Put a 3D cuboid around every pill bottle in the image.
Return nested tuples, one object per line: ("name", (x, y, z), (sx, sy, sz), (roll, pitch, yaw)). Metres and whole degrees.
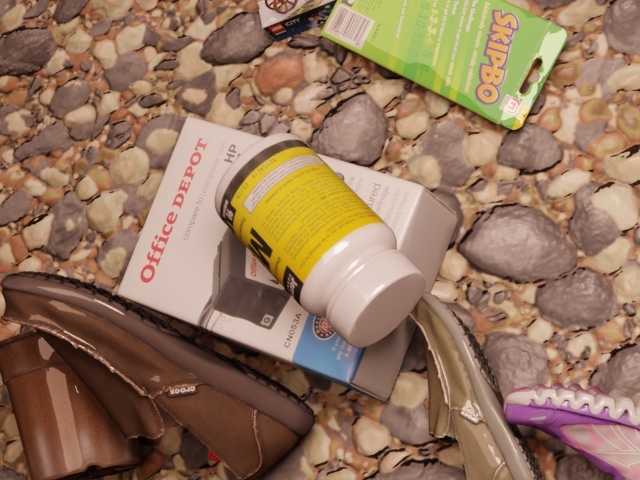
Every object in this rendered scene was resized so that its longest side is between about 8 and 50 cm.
("pill bottle", (0.000, 0.000, 1.318), (0.119, 0.119, 0.208), (-47, 63, 6))

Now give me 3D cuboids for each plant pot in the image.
("plant pot", (-0.281, 0.189, 1.524), (0.167, 0.167, 0.165), (-17, 77, 20))

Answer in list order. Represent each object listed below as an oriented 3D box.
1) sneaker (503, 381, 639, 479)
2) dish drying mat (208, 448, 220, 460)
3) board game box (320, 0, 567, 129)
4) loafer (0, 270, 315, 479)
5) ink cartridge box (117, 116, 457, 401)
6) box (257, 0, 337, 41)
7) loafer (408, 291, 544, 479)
("sneaker", (0.290, 0.197, 1.279), (0.236, 0.095, 0.105), (10, 93, 9))
("dish drying mat", (-0.087, 0.234, 1.501), (0.083, 0.008, 0.032), (-1, 76, 23))
("board game box", (0.138, -0.229, 1.488), (0.259, 0.039, 0.124), (30, 97, 21))
("loafer", (-0.185, 0.151, 1.412), (0.365, 0.134, 0.130), (29, 87, -7))
("ink cartridge box", (-0.038, 0.016, 1.471), (0.307, 0.129, 0.223), (18, 84, 27))
("box", (0.028, -0.353, 1.593), (0.233, 0.044, 0.159), (-19, 69, 19))
("loafer", (0.142, 0.169, 1.366), (0.087, 0.094, 0.251), (-28, 66, 10))
